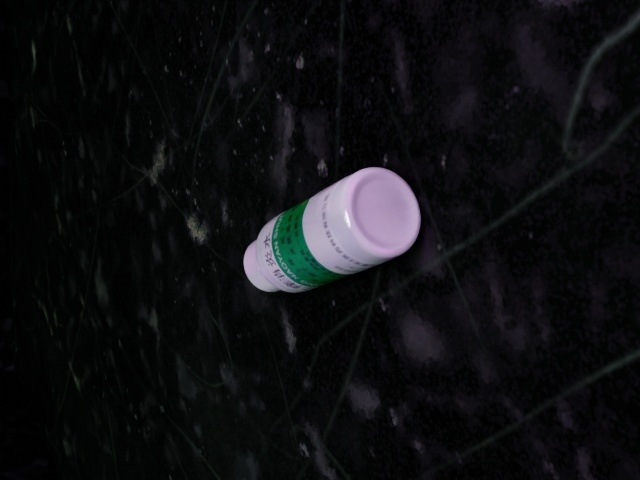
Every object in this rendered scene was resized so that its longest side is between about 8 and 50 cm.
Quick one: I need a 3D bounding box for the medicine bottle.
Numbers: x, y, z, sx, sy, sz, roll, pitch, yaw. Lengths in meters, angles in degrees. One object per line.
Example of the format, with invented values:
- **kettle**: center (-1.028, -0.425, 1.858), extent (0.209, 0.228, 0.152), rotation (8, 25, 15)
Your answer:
- **medicine bottle**: center (0.000, 0.000, 0.921), extent (0.260, 0.095, 0.095), rotation (-25, 77, 60)
